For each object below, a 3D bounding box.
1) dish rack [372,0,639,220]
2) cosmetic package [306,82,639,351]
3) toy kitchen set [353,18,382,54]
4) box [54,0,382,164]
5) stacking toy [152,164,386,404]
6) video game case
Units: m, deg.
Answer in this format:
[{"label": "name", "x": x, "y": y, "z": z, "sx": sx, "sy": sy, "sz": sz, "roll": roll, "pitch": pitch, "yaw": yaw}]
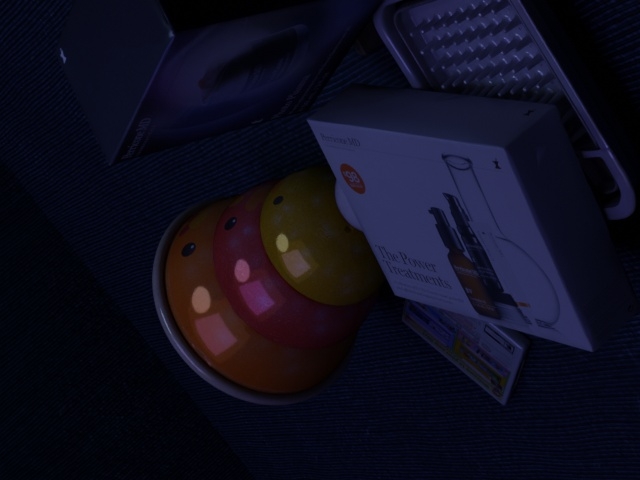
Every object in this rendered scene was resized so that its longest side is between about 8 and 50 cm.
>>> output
[{"label": "dish rack", "x": 0.221, "y": -0.172, "z": 1.778, "sx": 0.333, "sy": 0.072, "sz": 0.285, "roll": 55, "pitch": 157, "yaw": -15}, {"label": "cosmetic package", "x": 0.175, "y": -0.037, "z": 1.863, "sx": 0.377, "sy": 0.097, "sz": 0.284, "roll": 14, "pitch": 135, "yaw": 55}, {"label": "toy kitchen set", "x": 0.017, "y": -0.268, "z": 1.991, "sx": 0.083, "sy": 0.068, "sz": 0.075, "roll": 12, "pitch": 137, "yaw": 55}, {"label": "box", "x": -0.121, "y": -0.258, "z": 1.835, "sx": 0.183, "sy": 0.294, "sz": 0.296, "roll": 64, "pitch": 150, "yaw": 16}, {"label": "stacking toy", "x": 0.000, "y": 0.000, "z": 2.256, "sx": 0.350, "sy": 0.350, "sz": 0.480, "roll": 48, "pitch": 138, "yaw": 1}, {"label": "video game case", "x": 0.213, "y": 0.133, "z": 2.322, "sx": 0.212, "sy": 0.023, "sz": 0.193, "roll": 40, "pitch": 155, "yaw": 19}]
